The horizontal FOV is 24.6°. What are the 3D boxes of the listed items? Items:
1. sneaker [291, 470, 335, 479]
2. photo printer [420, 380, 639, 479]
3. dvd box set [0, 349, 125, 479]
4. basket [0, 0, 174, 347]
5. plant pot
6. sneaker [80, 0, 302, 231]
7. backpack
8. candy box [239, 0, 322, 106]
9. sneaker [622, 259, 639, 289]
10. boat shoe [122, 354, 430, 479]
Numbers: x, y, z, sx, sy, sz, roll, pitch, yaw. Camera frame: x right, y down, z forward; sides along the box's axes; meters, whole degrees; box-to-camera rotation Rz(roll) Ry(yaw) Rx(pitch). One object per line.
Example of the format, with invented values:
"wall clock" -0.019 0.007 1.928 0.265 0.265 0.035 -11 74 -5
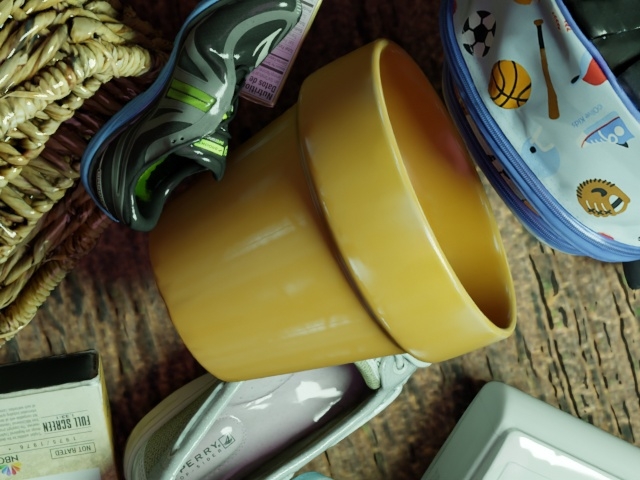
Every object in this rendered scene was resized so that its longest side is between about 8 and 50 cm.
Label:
"sneaker" 0.017 0.238 1.052 0.366 0.135 0.150 -9 74 30
"photo printer" 0.207 0.278 1.166 0.307 0.107 0.256 26 106 -14
"dvd box set" -0.284 0.308 1.158 0.307 0.062 0.420 -10 110 -2
"basket" -0.229 -0.040 0.954 0.223 0.213 0.299 41 102 -16
"plant pot" 0.000 0.000 0.952 0.188 0.205 0.205 -23 111 17
"sneaker" -0.070 -0.081 0.902 0.188 0.078 0.067 -49 150 16
"backpack" 0.196 -0.113 0.919 0.276 0.263 0.213 53 127 10
"candy box" -0.017 -0.191 0.973 0.053 0.109 0.187 23 107 -11
"sneaker" 0.344 -0.080 1.063 0.319 0.112 0.131 -30 91 4
"boat shoe" -0.007 0.102 1.077 0.320 0.103 0.118 -36 109 -1
